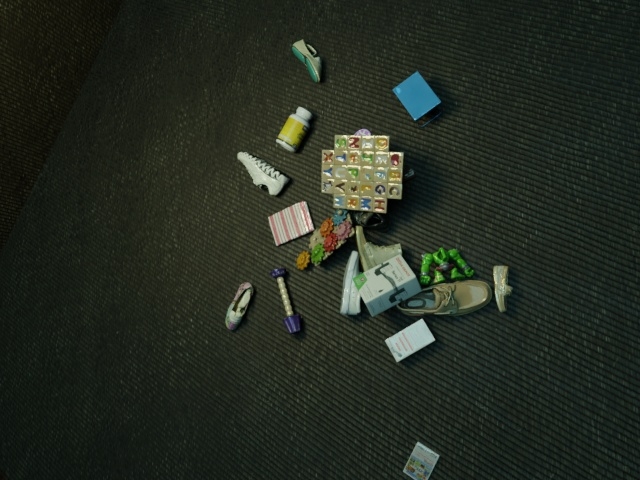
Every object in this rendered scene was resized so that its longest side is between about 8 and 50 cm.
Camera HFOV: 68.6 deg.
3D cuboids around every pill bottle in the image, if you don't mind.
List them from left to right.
[{"bbox_3d":[-0.111,-0.491,2.077,0.103,0.103,0.184,32,93,24],"label":"pill bottle"}]

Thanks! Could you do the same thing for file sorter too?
[{"bbox_3d":[0.393,-0.558,1.880,0.118,0.104,0.170,-35,69,14],"label":"file sorter"}]

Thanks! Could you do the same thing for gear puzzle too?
[{"bbox_3d":[0.000,0.000,1.921,0.339,0.044,0.175,-42,41,31],"label":"gear puzzle"}]

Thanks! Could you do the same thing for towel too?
[{"bbox_3d":[-0.128,-0.072,2.049,0.197,0.029,0.144,-23,72,20],"label":"towel"}]

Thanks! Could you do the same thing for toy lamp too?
[{"bbox_3d":[-0.140,0.254,1.965,0.080,0.080,0.274,-22,72,17],"label":"toy lamp"}]

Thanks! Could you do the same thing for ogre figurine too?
[{"bbox_3d":[0.457,0.094,1.734,0.197,0.097,0.118,-16,68,15],"label":"ogre figurine"}]

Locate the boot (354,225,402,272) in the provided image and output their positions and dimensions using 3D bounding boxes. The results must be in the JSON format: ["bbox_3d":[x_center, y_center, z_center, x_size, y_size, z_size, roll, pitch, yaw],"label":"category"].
[{"bbox_3d":[0.227,0.029,1.818,0.165,0.077,0.213,-15,98,5],"label":"boot"}]

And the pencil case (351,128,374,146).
[{"bbox_3d":[0.200,-0.363,1.871,0.086,0.206,0.088,-40,60,13],"label":"pencil case"}]

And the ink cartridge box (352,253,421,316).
[{"bbox_3d":[0.245,0.162,1.734,0.208,0.087,0.153,-28,37,1],"label":"ink cartridge box"}]

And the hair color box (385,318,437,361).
[{"bbox_3d":[0.338,0.373,1.756,0.167,0.053,0.093,-33,71,12],"label":"hair color box"}]

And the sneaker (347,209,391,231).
[{"bbox_3d":[0.161,-0.098,1.878,0.227,0.130,0.087,20,86,26],"label":"sneaker"}]

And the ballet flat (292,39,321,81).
[{"bbox_3d":[-0.042,-0.822,2.130,0.086,0.086,0.248,-37,68,12],"label":"ballet flat"}]

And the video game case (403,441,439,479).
[{"bbox_3d":[0.362,0.802,1.688,0.087,0.011,0.122,27,91,24],"label":"video game case"}]

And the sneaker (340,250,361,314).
[{"bbox_3d":[0.139,0.172,1.869,0.091,0.094,0.258,10,81,-4],"label":"sneaker"}]

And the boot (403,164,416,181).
[{"bbox_3d":[0.341,-0.236,1.882,0.114,0.037,0.106,-28,73,11],"label":"boot"}]

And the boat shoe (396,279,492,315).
[{"bbox_3d":[0.447,0.218,1.708,0.341,0.110,0.121,-15,75,20],"label":"boat shoe"}]

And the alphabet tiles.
[{"bbox_3d":[0.153,-0.255,1.790,0.342,0.011,0.285,8,104,30],"label":"alphabet tiles"}]

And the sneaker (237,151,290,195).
[{"bbox_3d":[-0.277,-0.305,2.116,0.292,0.110,0.118,35,103,24],"label":"sneaker"}]

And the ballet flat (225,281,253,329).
[{"bbox_3d":[-0.350,0.288,2.038,0.079,0.077,0.221,13,80,66],"label":"ballet flat"}]

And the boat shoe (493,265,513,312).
[{"bbox_3d":[0.650,0.170,1.660,0.059,0.063,0.170,-8,76,27],"label":"boat shoe"}]
